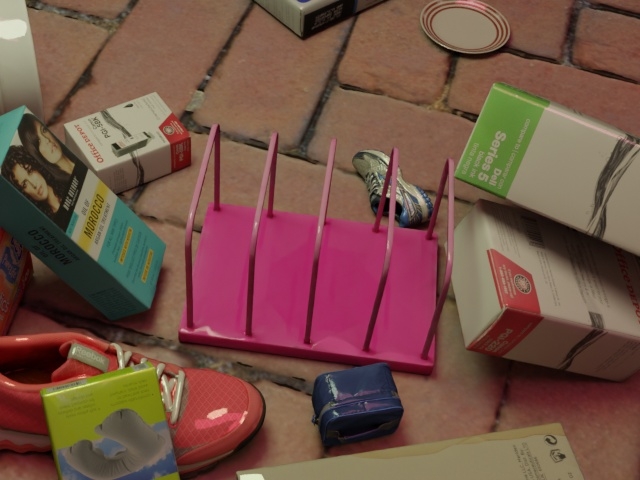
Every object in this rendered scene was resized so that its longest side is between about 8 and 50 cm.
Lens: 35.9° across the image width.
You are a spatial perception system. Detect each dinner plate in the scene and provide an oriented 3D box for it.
[{"bbox_3d":[0.223,-0.331,1.532,0.141,0.017,0.141,3,50,-4],"label":"dinner plate"}]

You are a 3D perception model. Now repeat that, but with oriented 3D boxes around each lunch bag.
[{"bbox_3d":[0.036,0.178,1.044,0.098,0.067,0.065,-10,51,-13],"label":"lunch bag"}]

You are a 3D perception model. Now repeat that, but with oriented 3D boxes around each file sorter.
[{"bbox_3d":[0.000,0.000,1.116,0.290,0.182,0.202,8,49,0],"label":"file sorter"}]

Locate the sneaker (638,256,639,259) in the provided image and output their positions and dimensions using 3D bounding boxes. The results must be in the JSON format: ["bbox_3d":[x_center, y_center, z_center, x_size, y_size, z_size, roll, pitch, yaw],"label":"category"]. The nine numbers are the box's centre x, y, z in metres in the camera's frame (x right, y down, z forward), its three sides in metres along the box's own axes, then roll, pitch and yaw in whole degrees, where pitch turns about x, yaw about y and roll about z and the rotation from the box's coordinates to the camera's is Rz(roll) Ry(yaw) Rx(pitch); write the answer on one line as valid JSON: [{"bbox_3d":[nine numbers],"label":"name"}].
[{"bbox_3d":[0.378,-0.078,1.281,0.300,0.111,0.121,32,44,13],"label":"sneaker"}]

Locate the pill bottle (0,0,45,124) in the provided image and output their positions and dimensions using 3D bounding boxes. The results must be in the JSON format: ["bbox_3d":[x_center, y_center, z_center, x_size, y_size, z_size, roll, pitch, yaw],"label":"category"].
[{"bbox_3d":[-0.552,-0.195,1.186,0.407,0.229,0.229,-11,52,-15],"label":"pill bottle"}]

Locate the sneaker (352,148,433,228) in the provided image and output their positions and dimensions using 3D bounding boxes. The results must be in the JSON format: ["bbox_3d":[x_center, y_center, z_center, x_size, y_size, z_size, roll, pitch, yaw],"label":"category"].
[{"bbox_3d":[0.082,-0.066,1.270,0.058,0.052,0.135,-33,60,-25],"label":"sneaker"}]

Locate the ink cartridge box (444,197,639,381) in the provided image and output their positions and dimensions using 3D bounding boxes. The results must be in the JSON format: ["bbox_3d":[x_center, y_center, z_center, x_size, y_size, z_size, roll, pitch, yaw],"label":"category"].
[{"bbox_3d":[0.263,0.058,1.118,0.217,0.092,0.159,12,47,-20],"label":"ink cartridge box"}]

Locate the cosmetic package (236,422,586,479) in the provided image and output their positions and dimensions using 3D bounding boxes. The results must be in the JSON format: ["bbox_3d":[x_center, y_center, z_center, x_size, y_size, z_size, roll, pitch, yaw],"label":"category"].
[{"bbox_3d":[0.080,0.273,0.911,0.309,0.160,0.113,-5,49,-12],"label":"cosmetic package"}]

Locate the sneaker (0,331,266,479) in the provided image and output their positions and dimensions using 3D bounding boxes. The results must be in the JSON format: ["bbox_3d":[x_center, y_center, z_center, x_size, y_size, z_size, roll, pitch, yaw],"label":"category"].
[{"bbox_3d":[-0.210,0.157,0.988,0.313,0.136,0.116,4,50,-3],"label":"sneaker"}]

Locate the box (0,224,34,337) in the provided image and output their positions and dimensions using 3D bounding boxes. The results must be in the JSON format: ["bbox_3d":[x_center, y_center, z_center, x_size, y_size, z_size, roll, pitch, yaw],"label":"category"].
[{"bbox_3d":[-0.484,0.021,1.067,0.299,0.142,0.154,9,49,1],"label":"box"}]

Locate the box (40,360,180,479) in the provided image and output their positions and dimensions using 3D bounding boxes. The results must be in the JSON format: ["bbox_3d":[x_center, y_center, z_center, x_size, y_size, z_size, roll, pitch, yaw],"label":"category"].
[{"bbox_3d":[-0.191,0.215,0.932,0.109,0.042,0.178,-13,95,-17],"label":"box"}]

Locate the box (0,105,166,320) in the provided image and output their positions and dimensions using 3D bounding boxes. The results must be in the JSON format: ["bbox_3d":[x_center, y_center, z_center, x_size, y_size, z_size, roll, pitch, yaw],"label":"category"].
[{"bbox_3d":[-0.271,-0.024,1.073,0.060,0.244,0.101,-18,44,26],"label":"box"}]

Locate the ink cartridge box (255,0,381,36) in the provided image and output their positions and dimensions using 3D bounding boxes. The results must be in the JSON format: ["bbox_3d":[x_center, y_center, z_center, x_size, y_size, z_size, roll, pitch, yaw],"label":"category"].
[{"bbox_3d":[-0.013,-0.478,1.601,0.303,0.072,0.307,-31,57,-27],"label":"ink cartridge box"}]

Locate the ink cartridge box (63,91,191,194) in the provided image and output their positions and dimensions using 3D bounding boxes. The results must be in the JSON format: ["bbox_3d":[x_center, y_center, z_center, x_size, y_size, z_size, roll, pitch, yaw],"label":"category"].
[{"bbox_3d":[-0.249,-0.123,1.274,0.135,0.056,0.099,-25,58,-26],"label":"ink cartridge box"}]

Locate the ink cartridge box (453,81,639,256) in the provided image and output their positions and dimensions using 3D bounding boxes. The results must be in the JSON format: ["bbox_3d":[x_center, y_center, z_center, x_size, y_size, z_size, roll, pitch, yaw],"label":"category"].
[{"bbox_3d":[0.303,-0.076,1.110,0.272,0.115,0.198,24,13,8],"label":"ink cartridge box"}]
